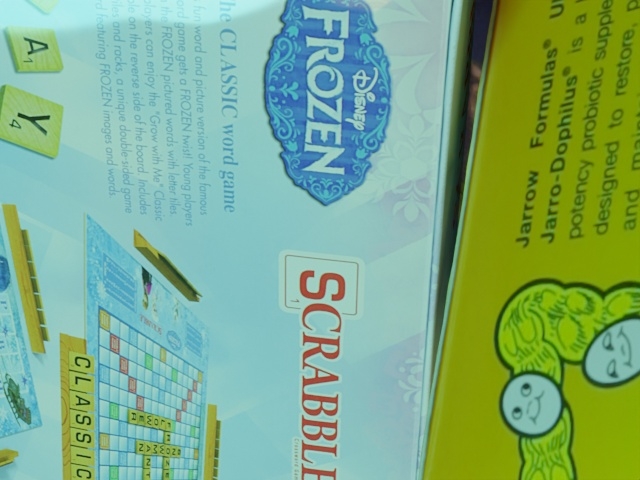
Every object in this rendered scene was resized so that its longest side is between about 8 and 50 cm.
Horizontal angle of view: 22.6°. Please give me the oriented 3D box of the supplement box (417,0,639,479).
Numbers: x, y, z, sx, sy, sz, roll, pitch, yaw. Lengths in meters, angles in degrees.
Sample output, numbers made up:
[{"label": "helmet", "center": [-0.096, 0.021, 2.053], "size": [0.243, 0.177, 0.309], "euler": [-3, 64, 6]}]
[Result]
[{"label": "supplement box", "center": [0.229, 0.007, 0.423], "size": [0.356, 0.195, 0.194], "euler": [-10, 151, 45]}]

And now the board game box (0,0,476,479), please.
[{"label": "board game box", "center": [-0.108, 0.002, 0.596], "size": [0.318, 0.066, 0.318], "euler": [8, 128, 8]}]

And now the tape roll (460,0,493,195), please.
[{"label": "tape roll", "center": [0.000, 0.000, 0.670], "size": [0.275, 0.090, 0.275], "euler": [9, 128, 11]}]
